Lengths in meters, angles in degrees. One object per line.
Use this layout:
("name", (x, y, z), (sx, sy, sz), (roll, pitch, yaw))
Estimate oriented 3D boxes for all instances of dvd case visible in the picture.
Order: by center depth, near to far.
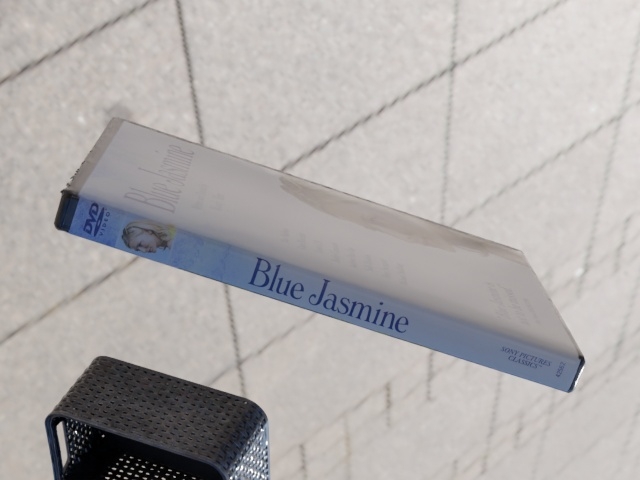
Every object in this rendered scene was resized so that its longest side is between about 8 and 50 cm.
("dvd case", (0.000, 0.000, 0.703), (0.180, 0.253, 0.022), (-94, -157, -73))

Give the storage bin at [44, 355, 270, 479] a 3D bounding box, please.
("storage bin", (-0.143, 0.191, 1.219), (0.084, 0.180, 0.122), (-56, 154, -48))
